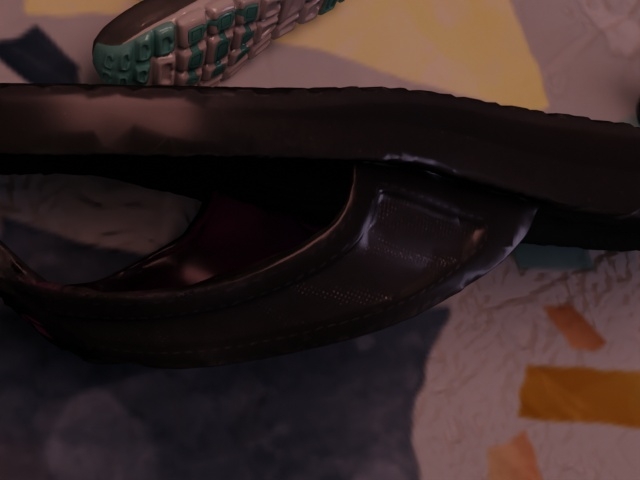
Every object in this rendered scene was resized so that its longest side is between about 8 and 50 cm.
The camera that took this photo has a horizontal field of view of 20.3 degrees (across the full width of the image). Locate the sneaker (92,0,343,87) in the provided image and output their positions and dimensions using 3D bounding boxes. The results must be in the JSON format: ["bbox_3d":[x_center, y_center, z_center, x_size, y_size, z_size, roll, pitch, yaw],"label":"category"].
[{"bbox_3d":[-0.048,-0.120,0.802,0.076,0.065,0.166,43,51,15],"label":"sneaker"}]

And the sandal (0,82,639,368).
[{"bbox_3d":[0.002,0.000,0.713,0.446,0.167,0.107,4,85,-26],"label":"sandal"}]
